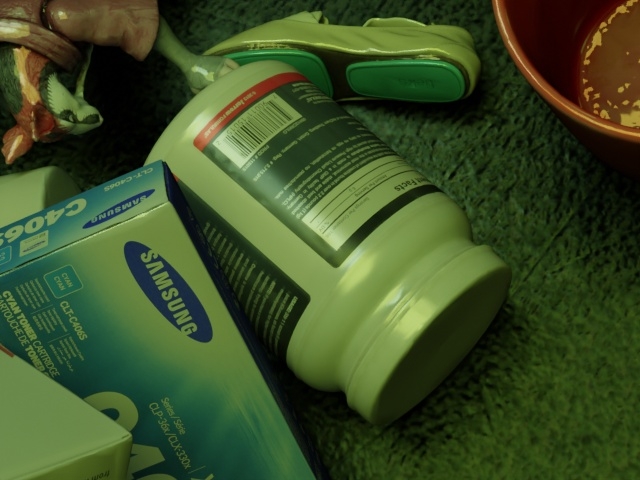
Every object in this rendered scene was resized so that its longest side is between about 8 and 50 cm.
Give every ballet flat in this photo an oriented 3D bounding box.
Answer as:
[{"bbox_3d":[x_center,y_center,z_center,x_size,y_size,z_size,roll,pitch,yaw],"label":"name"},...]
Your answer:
[{"bbox_3d":[0.019,-0.161,1.613,0.248,0.086,0.086,5,76,12],"label":"ballet flat"}]

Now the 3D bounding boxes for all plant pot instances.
[{"bbox_3d":[0.283,-0.167,1.463,0.275,0.243,0.275,-3,75,11],"label":"plant pot"}]

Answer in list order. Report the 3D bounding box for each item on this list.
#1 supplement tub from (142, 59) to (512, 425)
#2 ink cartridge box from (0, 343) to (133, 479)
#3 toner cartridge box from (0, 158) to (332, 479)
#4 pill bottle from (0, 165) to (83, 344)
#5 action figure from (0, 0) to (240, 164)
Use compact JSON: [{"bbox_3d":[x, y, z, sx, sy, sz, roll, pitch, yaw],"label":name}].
[{"bbox_3d":[0.000,0.000,1.503,0.272,0.191,0.191,42,86,19],"label":"supplement tub"},{"bbox_3d":[-0.310,0.262,1.352,0.279,0.160,0.384,28,117,33],"label":"ink cartridge box"},{"bbox_3d":[-0.120,0.121,1.435,0.165,0.347,0.075,-24,30,4],"label":"toner cartridge box"},{"bbox_3d":[-0.385,0.067,1.550,0.392,0.224,0.224,-11,73,8],"label":"pill bottle"},{"bbox_3d":[-0.224,-0.230,1.550,0.248,0.275,0.370,-15,47,18],"label":"action figure"}]
